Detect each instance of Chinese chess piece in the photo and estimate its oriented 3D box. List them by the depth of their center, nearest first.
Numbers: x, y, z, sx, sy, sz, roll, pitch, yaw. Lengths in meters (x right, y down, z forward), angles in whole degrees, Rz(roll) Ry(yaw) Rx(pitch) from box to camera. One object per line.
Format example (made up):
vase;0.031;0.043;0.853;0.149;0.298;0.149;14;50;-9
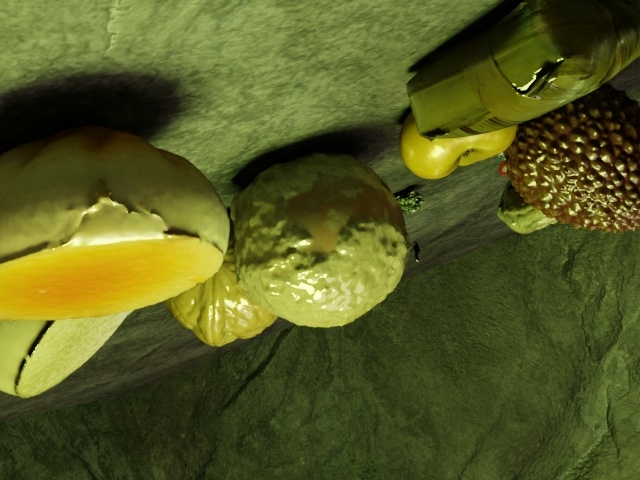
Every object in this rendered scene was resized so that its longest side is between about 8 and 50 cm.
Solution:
Chinese chess piece;-0.354;0.088;1.262;0.270;0.112;0.270;-48;170;-11

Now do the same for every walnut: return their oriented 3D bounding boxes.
walnut;-0.162;0.066;1.552;0.228;0.227;0.228;-19;170;-4

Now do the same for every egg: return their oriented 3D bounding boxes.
egg;0.000;0.000;1.375;0.279;0.279;0.310;-24;177;20

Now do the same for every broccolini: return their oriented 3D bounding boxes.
broccolini;0.105;-0.063;1.838;0.272;0.062;0.123;-6;153;-45

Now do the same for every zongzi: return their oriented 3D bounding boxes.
zongzi;0.279;-0.217;1.156;0.289;0.123;0.260;-17;175;-39

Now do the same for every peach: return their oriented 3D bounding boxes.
peach;0.196;-0.155;1.352;0.179;0.103;0.179;-19;173;-2

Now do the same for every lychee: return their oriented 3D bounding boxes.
lychee;0.446;-0.125;1.535;0.272;0.271;0.271;-19;170;-4

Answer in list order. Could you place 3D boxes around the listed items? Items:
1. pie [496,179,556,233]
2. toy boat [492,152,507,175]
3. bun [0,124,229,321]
pie;0.511;-0.136;1.931;0.339;0.077;0.339;-33;-169;7
toy boat;0.427;-0.199;1.739;0.219;0.071;0.318;-19;161;7
bun;-0.247;-0.030;0.976;0.299;0.164;0.299;-13;164;-4
